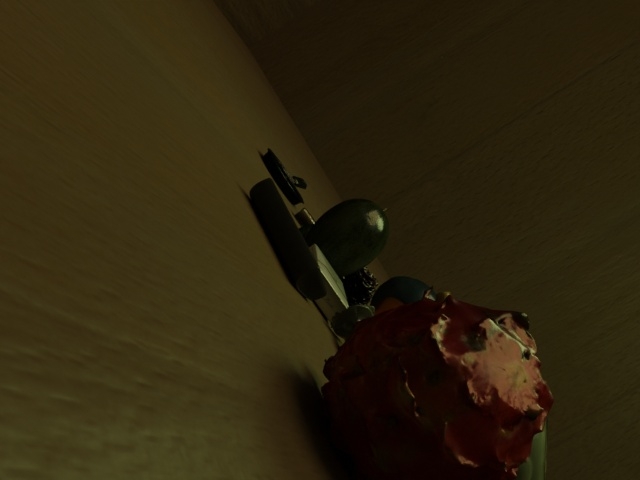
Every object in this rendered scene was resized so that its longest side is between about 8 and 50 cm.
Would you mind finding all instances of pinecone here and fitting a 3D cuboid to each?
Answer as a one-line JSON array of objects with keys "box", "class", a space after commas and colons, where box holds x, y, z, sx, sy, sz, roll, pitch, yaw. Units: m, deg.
[{"box": [0.059, 0.082, 1.518, 0.077, 0.083, 0.077, 34, 12, -8], "class": "pinecone"}]

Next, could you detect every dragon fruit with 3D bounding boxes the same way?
[{"box": [0.095, 0.155, 0.870, 0.268, 0.205, 0.210, 3, -77, 53], "class": "dragon fruit"}]

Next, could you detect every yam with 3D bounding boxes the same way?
[{"box": [0.000, 0.000, 1.727, 0.145, 0.032, 0.032, 55, 6, -11], "class": "yam"}]

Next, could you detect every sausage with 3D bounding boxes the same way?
[{"box": [0.110, 0.152, 1.506, 0.097, 0.094, 0.348, 52, 5, 5], "class": "sausage"}]

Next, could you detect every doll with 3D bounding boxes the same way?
[{"box": [0.204, 0.194, 1.774, 0.258, 0.154, 0.228, 59, -34, 17], "class": "doll"}]

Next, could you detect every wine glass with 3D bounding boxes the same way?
[{"box": [0.070, 0.159, 1.228, 0.072, 0.072, 0.155, 53, 6, -39], "class": "wine glass"}]

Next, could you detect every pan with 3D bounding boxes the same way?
[{"box": [-0.067, -0.127, 1.867, 0.136, 0.028, 0.235, 59, 9, 9], "class": "pan"}]

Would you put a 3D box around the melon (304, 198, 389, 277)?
[{"box": [0.047, -0.008, 1.474, 0.114, 0.167, 0.114, 50, -13, 16], "class": "melon"}]

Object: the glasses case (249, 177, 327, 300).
[{"box": [-0.047, -0.003, 1.263, 0.191, 0.042, 0.072, 61, 0, 35], "class": "glasses case"}]

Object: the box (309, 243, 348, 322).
[{"box": [0.004, 0.063, 1.349, 0.084, 0.040, 0.154, 58, 6, -12], "class": "box"}]

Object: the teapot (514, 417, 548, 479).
[{"box": [0.274, 0.329, 1.364, 0.318, 0.149, 0.220, 51, 42, -64], "class": "teapot"}]

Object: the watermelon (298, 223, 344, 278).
[{"box": [0.002, 0.028, 1.572, 0.075, 0.092, 0.181, -1, -40, 41], "class": "watermelon"}]

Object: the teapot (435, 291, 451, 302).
[{"box": [0.219, 0.239, 1.561, 0.167, 0.203, 0.311, 32, 55, -37], "class": "teapot"}]
